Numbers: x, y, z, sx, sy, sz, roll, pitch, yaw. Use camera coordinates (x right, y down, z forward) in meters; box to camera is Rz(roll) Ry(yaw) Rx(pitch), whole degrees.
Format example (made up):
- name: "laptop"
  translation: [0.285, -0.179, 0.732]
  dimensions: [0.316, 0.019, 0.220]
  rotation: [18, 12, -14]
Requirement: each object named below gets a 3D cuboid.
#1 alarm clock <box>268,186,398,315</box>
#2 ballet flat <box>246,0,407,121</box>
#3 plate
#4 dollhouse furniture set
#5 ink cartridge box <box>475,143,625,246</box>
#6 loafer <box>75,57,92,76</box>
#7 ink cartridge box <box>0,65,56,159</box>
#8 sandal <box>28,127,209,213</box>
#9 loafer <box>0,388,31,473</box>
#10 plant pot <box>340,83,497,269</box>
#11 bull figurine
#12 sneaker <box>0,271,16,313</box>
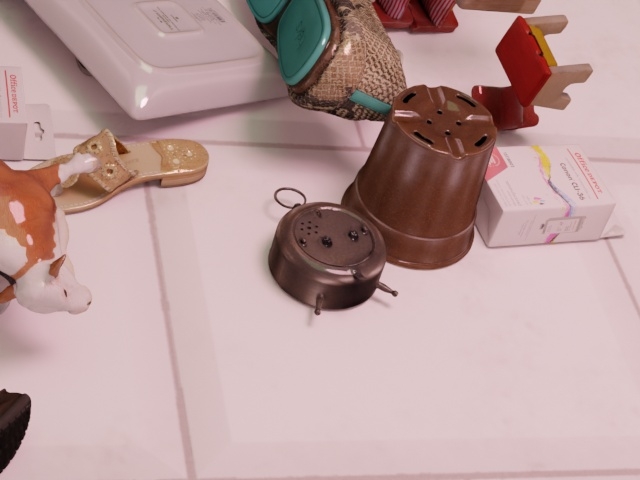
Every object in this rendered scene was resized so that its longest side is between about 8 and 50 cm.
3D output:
- name: "alarm clock"
  translation: [0.000, 0.000, 1.646]
  dimensions: [0.129, 0.064, 0.192]
  rotation: [-13, 47, -29]
- name: "ballet flat"
  translation: [0.008, -0.293, 1.862]
  dimensions: [0.182, 0.164, 0.483]
  rotation: [25, 27, -30]
- name: "plate"
  translation: [-0.197, -0.265, 1.831]
  dimensions: [0.278, 0.045, 0.277]
  rotation: [-14, 50, -43]
- name: "dollhouse furniture set"
  translation: [0.183, -0.293, 1.910]
  dimensions: [0.152, 0.201, 0.374]
  rotation: [0, 53, -27]
- name: "ink cartridge box"
  translation: [0.282, -0.059, 1.791]
  dimensions: [0.198, 0.067, 0.115]
  rotation: [-4, 46, -22]
- name: "loafer"
  translation: [-0.300, -0.260, 1.827]
  dimensions: [0.045, 0.039, 0.125]
  rotation: [-12, 51, -27]
- name: "ink cartridge box"
  translation: [-0.395, -0.149, 1.665]
  dimensions: [0.181, 0.061, 0.104]
  rotation: [1, 46, -18]
- name: "sandal"
  translation: [-0.236, -0.098, 1.653]
  dimensions: [0.240, 0.079, 0.088]
  rotation: [-12, 50, -28]
- name: "loafer"
  translation: [-0.350, 0.197, 1.308]
  dimensions: [0.078, 0.080, 0.220]
  rotation: [34, 45, 16]
- name: "plant pot"
  translation: [0.122, -0.082, 1.692]
  dimensions: [0.167, 0.165, 0.167]
  rotation: [9, 43, -8]
- name: "bull figurine"
  translation: [-0.338, -0.049, 1.460]
  dimensions: [0.310, 0.101, 0.188]
  rotation: [32, 34, 3]
- name: "sneaker"
  translation: [-0.414, 0.000, 1.503]
  dimensions: [0.217, 0.079, 0.121]
  rotation: [21, 39, -9]
